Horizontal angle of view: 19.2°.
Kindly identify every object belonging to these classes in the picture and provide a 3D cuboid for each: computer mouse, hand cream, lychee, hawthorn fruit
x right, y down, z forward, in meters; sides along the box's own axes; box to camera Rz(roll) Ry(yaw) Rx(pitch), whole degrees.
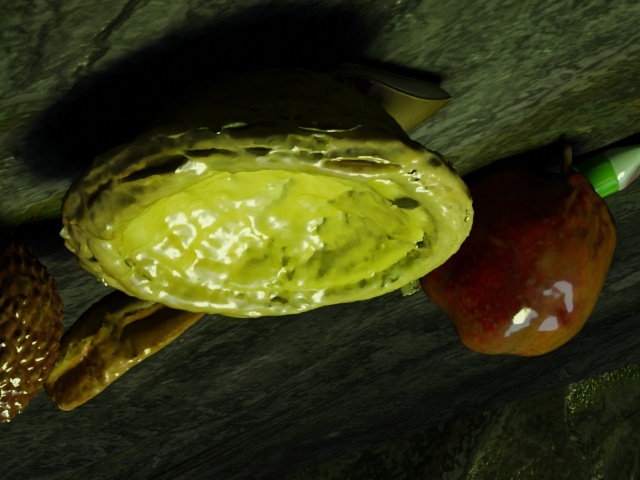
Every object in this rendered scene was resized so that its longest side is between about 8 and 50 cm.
[{"bbox_3d":[0.044,-0.116,1.696,0.102,0.045,0.199,-30,163,26],"label":"computer mouse"},{"bbox_3d":[0.425,-0.120,2.180,0.275,0.050,0.079,-24,-169,-3],"label":"hand cream"},{"bbox_3d":[-0.319,0.078,1.688,0.194,0.194,0.194,-18,165,-5],"label":"lychee"},{"bbox_3d":[0.226,0.003,2.105,0.208,0.208,0.248,-5,135,-43],"label":"hawthorn fruit"}]

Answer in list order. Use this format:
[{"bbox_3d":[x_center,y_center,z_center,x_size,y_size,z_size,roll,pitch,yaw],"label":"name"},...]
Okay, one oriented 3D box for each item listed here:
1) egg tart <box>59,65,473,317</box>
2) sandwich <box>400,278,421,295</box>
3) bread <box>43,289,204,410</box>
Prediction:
[{"bbox_3d":[-0.048,-0.048,1.590,0.345,0.132,0.345,-4,156,-2],"label":"egg tart"},{"bbox_3d":[0.107,0.027,2.305,0.031,0.083,0.044,-17,122,12],"label":"sandwich"},{"bbox_3d":[-0.168,0.066,1.831,0.139,0.077,0.271,-37,-176,38],"label":"bread"}]
